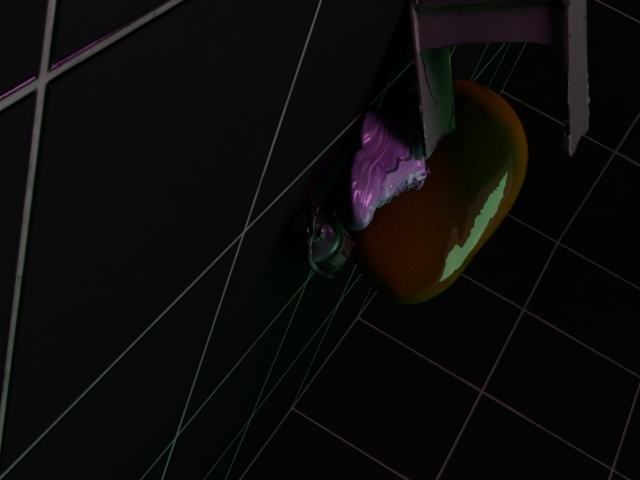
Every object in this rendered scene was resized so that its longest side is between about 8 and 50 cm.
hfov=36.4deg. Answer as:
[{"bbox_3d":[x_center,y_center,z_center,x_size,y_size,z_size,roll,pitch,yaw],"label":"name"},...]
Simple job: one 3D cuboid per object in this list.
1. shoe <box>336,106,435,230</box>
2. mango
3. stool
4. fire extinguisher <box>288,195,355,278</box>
[{"bbox_3d":[0.110,-0.106,1.600,0.095,0.138,0.245,107,0,-54],"label":"shoe"},{"bbox_3d":[0.209,-0.091,1.805,0.445,0.300,0.232,-67,155,-12],"label":"mango"},{"bbox_3d":[0.289,-0.281,1.546,0.170,0.244,0.269,-43,130,-57],"label":"stool"},{"bbox_3d":[0.000,0.000,1.631,0.294,0.093,0.118,46,52,-80],"label":"fire extinguisher"}]
